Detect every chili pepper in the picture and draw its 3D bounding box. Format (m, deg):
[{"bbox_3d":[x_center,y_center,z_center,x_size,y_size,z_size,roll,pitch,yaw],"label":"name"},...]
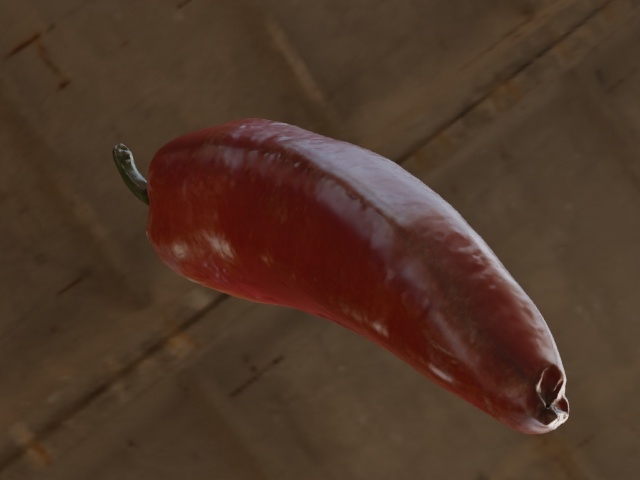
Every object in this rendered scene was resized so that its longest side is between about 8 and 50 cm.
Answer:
[{"bbox_3d":[0.000,0.000,0.643,0.063,0.272,0.071,-18,-66,-30],"label":"chili pepper"}]
